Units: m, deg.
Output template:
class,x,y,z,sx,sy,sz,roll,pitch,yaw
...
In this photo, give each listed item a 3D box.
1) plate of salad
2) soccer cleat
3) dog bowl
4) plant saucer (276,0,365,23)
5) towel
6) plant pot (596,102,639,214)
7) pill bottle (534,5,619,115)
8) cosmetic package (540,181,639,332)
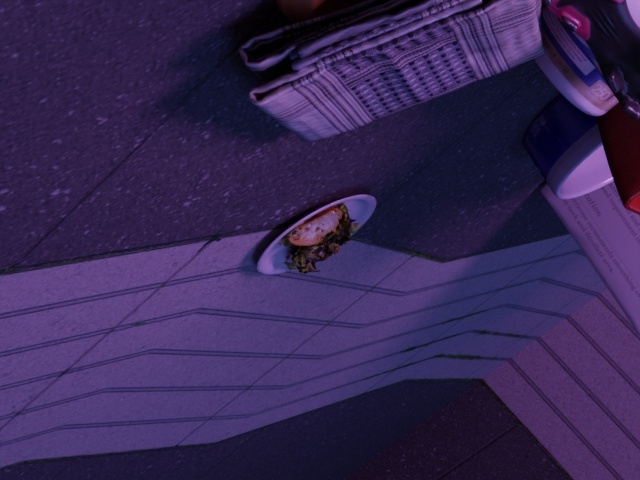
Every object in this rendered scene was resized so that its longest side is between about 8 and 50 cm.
class,x,y,z,sx,sy,sz,roll,pitch,yaw
plate of salad,0.000,0.000,1.935,0.200,0.048,0.200,-29,163,-10
soccer cleat,0.311,-0.281,1.466,0.116,0.143,0.331,-16,127,28
dog bowl,0.456,-0.182,2.111,0.265,0.104,0.265,-28,162,-10
plant saucer,0.051,-0.269,1.299,0.200,0.037,0.200,-29,163,-10
towel,0.090,-0.190,1.405,0.312,0.056,0.324,-18,168,8
plant pot,0.506,-0.186,1.757,0.267,0.235,0.267,-39,148,26
pill bottle,0.392,-0.287,1.632,0.265,0.153,0.153,-40,161,25
cosmetic package,0.681,-0.094,2.356,0.327,0.329,0.394,-11,154,-46
